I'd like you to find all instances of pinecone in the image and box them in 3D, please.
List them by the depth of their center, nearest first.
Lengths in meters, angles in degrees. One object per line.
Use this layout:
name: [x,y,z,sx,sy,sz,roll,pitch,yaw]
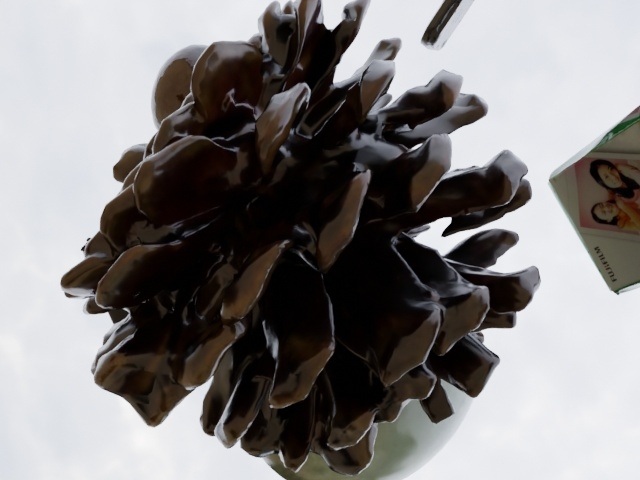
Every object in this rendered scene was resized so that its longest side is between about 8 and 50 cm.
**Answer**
pinecone: [0.000,0.000,0.648,0.397,0.397,0.398,15,-65,35]

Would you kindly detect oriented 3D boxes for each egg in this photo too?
egg: [0.057,0.161,0.934,0.258,0.352,0.259,22,-53,32]

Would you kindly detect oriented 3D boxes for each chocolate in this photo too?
chocolate: [-0.217,-0.236,1.281,0.176,0.176,0.177,15,-65,35]

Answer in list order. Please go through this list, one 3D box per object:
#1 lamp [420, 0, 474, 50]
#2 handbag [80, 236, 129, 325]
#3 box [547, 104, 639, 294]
lamp: [0.075,-0.348,1.106,0.283,0.124,0.203,38,-75,24]
handbag: [-0.241,0.053,1.207,0.223,0.080,0.247,-34,-109,10]
box: [0.384,-0.060,0.829,0.180,0.103,0.250,62,-28,10]
